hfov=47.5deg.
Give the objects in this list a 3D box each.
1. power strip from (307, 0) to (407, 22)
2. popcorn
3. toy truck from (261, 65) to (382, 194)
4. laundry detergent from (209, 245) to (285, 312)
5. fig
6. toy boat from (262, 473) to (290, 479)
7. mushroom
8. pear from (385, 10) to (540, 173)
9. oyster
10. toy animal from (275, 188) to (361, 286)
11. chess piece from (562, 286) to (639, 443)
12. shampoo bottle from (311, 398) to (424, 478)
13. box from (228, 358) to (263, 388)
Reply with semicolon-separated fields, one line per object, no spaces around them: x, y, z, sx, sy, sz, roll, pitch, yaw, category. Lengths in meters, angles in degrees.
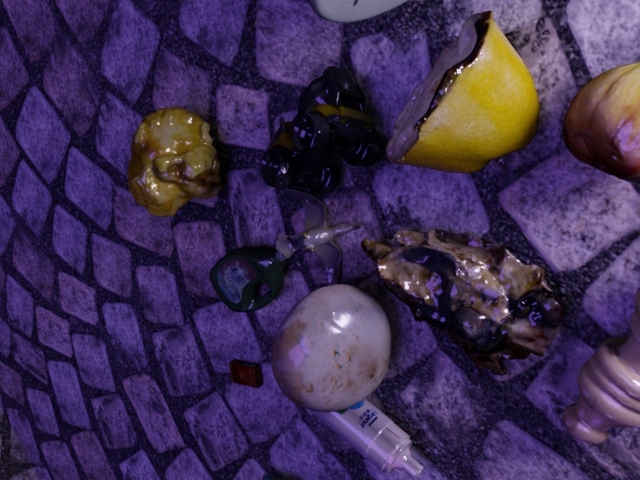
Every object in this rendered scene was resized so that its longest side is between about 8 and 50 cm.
0.086;-0.447;0.958;0.357;0.357;0.161;-38;80;42;power strip
-0.298;-0.155;1.512;0.203;0.226;0.200;17;163;-6;popcorn
-0.009;-0.187;1.277;0.224;0.147;0.165;-35;59;45;toy truck
-0.135;0.072;1.520;0.211;0.063;0.137;-28;91;40;laundry detergent
0.401;-0.184;0.916;0.160;0.143;0.230;-126;38;-54;fig
-0.043;0.597;1.616;0.246;0.103;0.092;11;89;32;toy boat
0.007;0.185;1.352;0.244;0.243;0.243;15;116;35;mushroom
0.226;-0.188;1.053;0.178;0.267;0.267;27;128;-8;pear
0.220;0.072;1.205;0.361;0.096;0.221;39;121;19;oyster
0.000;0.000;1.356;0.155;0.095;0.219;-11;100;46;toy animal
0.456;0.193;1.044;0.139;0.124;0.307;19;128;-4;chess piece
0.074;0.356;1.428;0.303;0.092;0.092;37;126;25;shampoo bottle
-0.170;0.303;1.660;0.082;0.023;0.051;4;107;39;box
